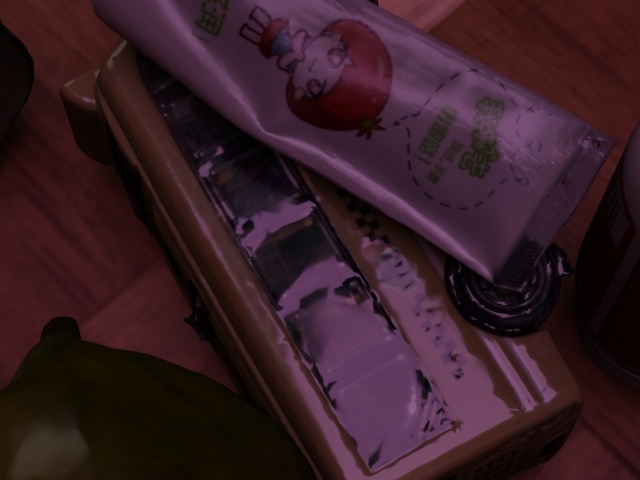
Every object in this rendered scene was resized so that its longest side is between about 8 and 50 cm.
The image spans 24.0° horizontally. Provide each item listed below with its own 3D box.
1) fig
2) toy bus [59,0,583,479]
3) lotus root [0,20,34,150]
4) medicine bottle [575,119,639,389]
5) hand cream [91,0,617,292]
[{"bbox_3d":[-0.119,0.176,0.835,0.233,0.314,0.233,-5,99,-31],"label":"fig"},{"bbox_3d":[0.000,0.000,0.941,0.201,0.177,0.365,-28,70,-11],"label":"toy bus"},{"bbox_3d":[-0.366,-0.098,0.998,0.260,0.149,0.267,39,86,15],"label":"lotus root"},{"bbox_3d":[0.226,0.006,0.900,0.131,0.250,0.131,0,68,0],"label":"medicine bottle"},{"bbox_3d":[0.000,-0.098,0.862,0.336,0.076,0.121,31,68,3],"label":"hand cream"}]
